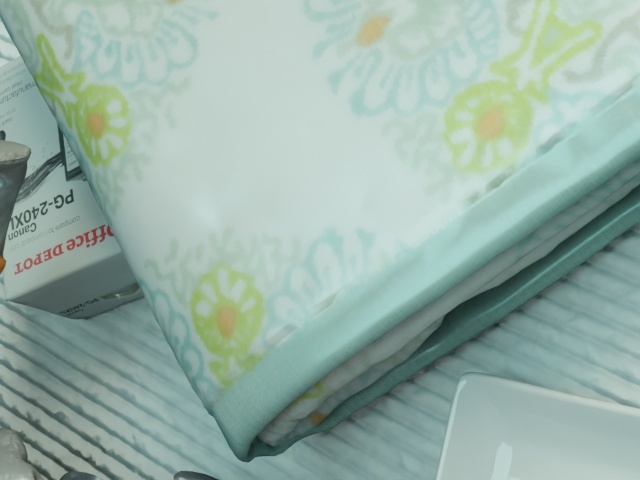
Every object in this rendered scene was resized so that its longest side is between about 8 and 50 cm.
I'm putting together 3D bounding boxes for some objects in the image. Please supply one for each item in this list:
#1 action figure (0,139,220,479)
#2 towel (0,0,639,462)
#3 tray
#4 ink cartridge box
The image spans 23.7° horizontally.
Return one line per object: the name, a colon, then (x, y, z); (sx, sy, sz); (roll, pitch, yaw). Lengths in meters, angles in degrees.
action figure: (-0.194, 0.103, 0.838); (0.341, 0.178, 0.330); (-1, 105, -1)
towel: (0.033, -0.118, 0.752); (0.374, 0.090, 0.320); (-36, 67, 18)
tray: (0.099, 0.204, 0.687); (0.145, 0.030, 0.270); (10, 85, 37)
ink cartridge box: (-0.133, -0.042, 0.897); (0.109, 0.063, 0.150); (-22, 66, 31)
